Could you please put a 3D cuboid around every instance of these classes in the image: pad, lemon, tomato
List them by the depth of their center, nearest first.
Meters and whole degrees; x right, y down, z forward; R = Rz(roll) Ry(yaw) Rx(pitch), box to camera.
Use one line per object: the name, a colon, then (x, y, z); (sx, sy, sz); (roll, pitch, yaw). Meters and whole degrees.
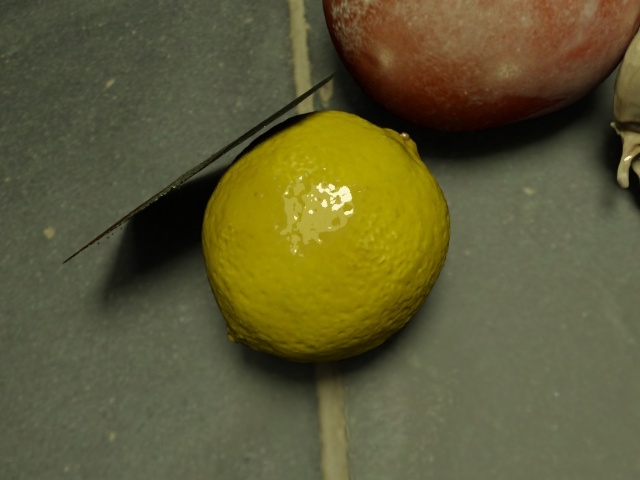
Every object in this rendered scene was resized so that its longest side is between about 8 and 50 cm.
lemon: (0.000, 0.000, 0.499); (0.203, 0.178, 0.178); (-47, 67, 2)
tomato: (0.130, -0.231, 0.544); (0.270, 0.227, 0.270); (-4, 60, 8)
pad: (-0.095, -0.112, 0.602); (0.249, 0.055, 0.323); (-32, 31, 16)

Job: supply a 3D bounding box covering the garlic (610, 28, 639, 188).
garlic: (0.329, -0.093, 0.495); (0.229, 0.178, 0.143); (49, 51, -6)
